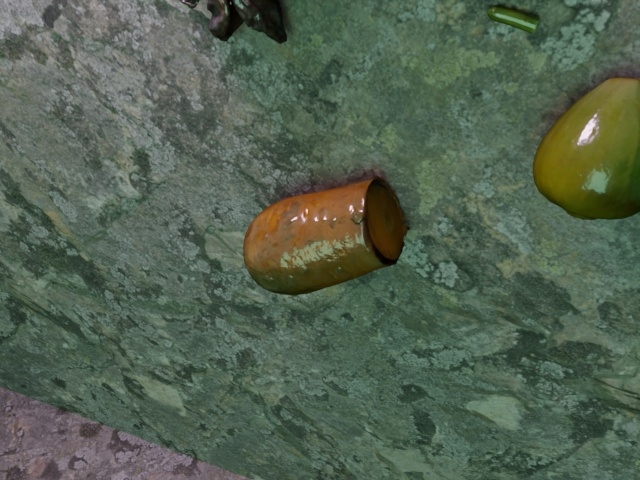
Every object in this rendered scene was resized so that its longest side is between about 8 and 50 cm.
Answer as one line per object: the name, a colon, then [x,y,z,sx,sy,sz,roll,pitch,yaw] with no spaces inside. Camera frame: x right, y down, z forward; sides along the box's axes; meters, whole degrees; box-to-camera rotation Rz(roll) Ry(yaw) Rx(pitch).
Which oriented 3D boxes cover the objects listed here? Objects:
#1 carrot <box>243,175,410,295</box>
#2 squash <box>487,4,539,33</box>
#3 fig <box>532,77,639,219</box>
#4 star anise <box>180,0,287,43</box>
carrot: [0.000,0.000,1.295,0.341,0.224,0.224,-13,120,30]
squash: [0.316,-0.367,0.967,0.083,0.027,0.027,22,133,8]
fig: [0.475,-0.142,0.968,0.207,0.207,0.230,35,100,-3]
star anise: [-0.153,-0.496,1.038,0.332,0.117,0.331,18,132,21]
